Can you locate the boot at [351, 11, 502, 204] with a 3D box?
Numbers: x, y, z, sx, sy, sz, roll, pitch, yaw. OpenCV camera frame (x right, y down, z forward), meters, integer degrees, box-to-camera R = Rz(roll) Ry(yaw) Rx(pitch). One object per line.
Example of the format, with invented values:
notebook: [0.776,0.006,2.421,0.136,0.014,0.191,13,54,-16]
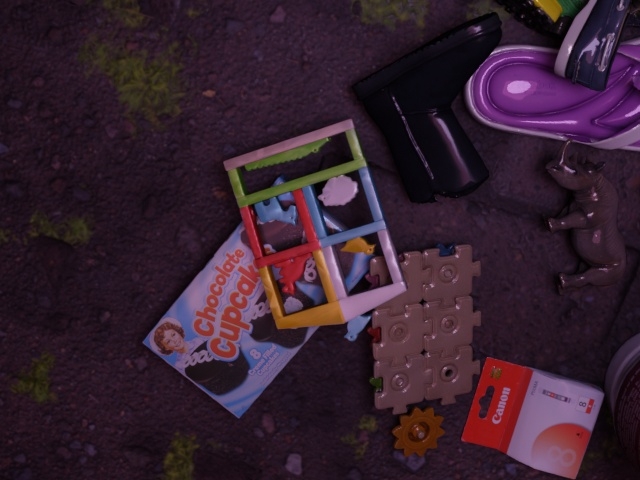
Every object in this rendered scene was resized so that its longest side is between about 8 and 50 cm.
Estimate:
boot: [0.181,-0.171,1.291,0.246,0.094,0.207,-24,101,38]

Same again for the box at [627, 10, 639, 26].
box: [0.498,-0.352,1.227,0.233,0.044,0.159,16,105,43]

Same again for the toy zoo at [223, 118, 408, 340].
toy zoo: [0.000,0.000,1.318,0.192,0.030,0.293,-17,92,10]

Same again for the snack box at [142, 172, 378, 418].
snack box: [-0.089,0.083,1.399,0.187,0.060,0.322,39,100,-6]

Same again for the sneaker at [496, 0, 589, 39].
sneaker: [0.235,-0.428,1.265,0.343,0.134,0.146,38,93,-15]

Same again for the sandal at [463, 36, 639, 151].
sandal: [0.408,-0.197,1.304,0.416,0.102,0.169,-3,101,4]

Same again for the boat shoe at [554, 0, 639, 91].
boat shoe: [0.392,-0.315,1.225,0.079,0.095,0.254,29,90,19]

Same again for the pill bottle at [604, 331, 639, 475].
pill bottle: [0.518,0.255,1.247,0.224,0.392,0.224,0,102,1]

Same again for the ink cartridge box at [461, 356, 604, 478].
ink cartridge box: [0.320,0.267,1.434,0.179,0.045,0.145,15,101,-4]

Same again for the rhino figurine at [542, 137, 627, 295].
rhino figurine: [0.371,-0.033,1.341,0.106,0.073,0.243,-14,113,5]

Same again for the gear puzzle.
gear puzzle: [0.151,0.167,1.414,0.175,0.044,0.339,-8,108,-16]
